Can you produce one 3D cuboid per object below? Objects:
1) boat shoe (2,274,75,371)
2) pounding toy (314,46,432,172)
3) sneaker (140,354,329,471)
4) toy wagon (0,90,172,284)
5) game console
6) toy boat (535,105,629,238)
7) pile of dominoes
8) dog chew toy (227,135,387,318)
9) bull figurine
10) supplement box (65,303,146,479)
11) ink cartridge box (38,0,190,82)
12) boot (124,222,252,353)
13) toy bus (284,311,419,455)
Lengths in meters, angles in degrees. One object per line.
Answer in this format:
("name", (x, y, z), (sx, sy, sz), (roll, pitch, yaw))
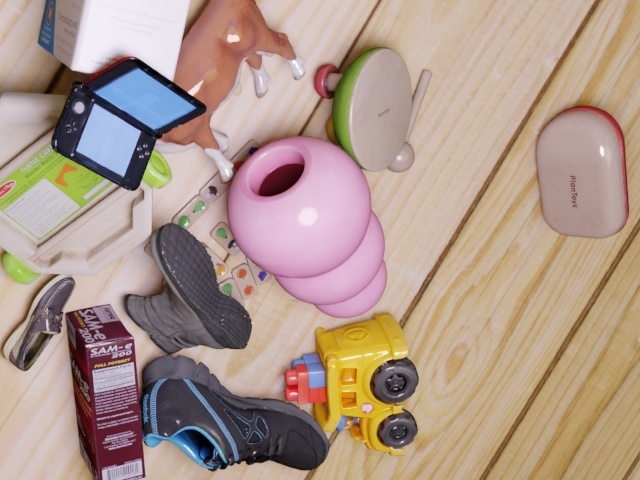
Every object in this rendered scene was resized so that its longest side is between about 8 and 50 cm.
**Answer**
("boat shoe", (-0.386, 0.117, 1.420), (0.152, 0.049, 0.056), (-56, 156, 8))
("pounding toy", (0.061, -0.199, 1.533), (0.237, 0.110, 0.183), (5, 95, -59))
("sneaker", (-0.135, 0.305, 1.559), (0.340, 0.140, 0.125), (27, 133, -26))
("toy wagon", (-0.372, -0.092, 1.295), (0.267, 0.068, 0.344), (-33, 124, 19))
("game console", (-0.222, -0.133, 1.187), (0.144, 0.085, 0.124), (32, 73, -51))
("toy boat", (0.467, -0.126, 1.751), (0.151, 0.151, 0.231), (-40, 128, -45))
("pile of dominoes", (-0.125, 0.002, 1.529), (0.251, 0.040, 0.196), (-46, 122, -5))
("dog chew toy", (0.000, 0.000, 1.489), (0.206, 0.206, 0.332), (-42, 138, -8))
("bull figurine", (-0.167, -0.201, 1.400), (0.188, 0.101, 0.310), (38, 91, -36))
("supplement box", (-0.311, 0.228, 1.461), (0.073, 0.130, 0.240), (-9, 111, -24))
("ink cartridge box", (-0.236, -0.361, 1.231), (0.129, 0.223, 0.308), (8, 104, -27))
("boot", (-0.218, 0.083, 1.433), (0.246, 0.161, 0.083), (60, 34, -39))
("toy bus", (0.044, 0.248, 1.655), (0.211, 0.149, 0.220), (-8, 115, -11))
